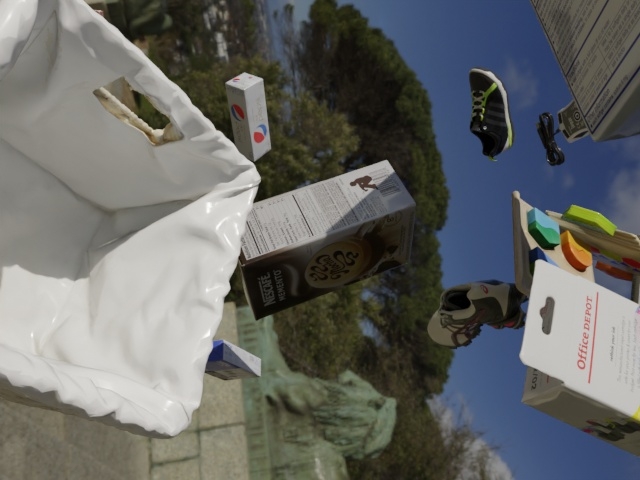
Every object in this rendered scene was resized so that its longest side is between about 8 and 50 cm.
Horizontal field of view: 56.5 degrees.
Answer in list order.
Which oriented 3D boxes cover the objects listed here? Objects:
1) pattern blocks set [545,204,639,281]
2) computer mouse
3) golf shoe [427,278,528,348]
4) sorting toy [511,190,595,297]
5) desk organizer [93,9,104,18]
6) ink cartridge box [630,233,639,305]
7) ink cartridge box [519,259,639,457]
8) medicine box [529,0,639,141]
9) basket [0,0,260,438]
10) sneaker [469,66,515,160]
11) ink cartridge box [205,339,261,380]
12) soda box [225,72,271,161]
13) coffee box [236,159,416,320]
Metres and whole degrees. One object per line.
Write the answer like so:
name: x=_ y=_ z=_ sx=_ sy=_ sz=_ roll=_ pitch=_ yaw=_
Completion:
pattern blocks set: x=0.495 y=0.006 z=1.057 sx=0.026 sy=0.324 sz=0.285 roll=-60 pitch=147 yaw=-4
computer mouse: x=0.471 y=-0.217 z=1.098 sx=0.193 sy=0.042 sz=0.106 roll=135 pitch=-58 yaw=-72
golf shoe: x=0.263 y=0.127 z=1.114 sx=0.273 sy=0.120 sz=0.105 roll=136 pitch=-31 yaw=-59
sorting toy: x=0.373 y=0.038 z=0.925 sx=0.038 sy=0.208 sz=0.193 roll=-36 pitch=-151 yaw=41
desk organizer: x=-0.366 y=-0.308 z=0.905 sx=0.130 sy=0.050 sz=0.047 roll=-4 pitch=-86 yaw=58
ink cartridge box: x=0.667 y=0.065 z=1.081 sx=0.045 sy=0.179 sz=0.146 roll=0 pitch=96 yaw=-84
ink cartridge box: x=0.238 y=0.104 z=0.499 sx=0.104 sy=0.181 sz=0.061 roll=-66 pitch=-176 yaw=-33
medicine box: x=0.354 y=-0.304 z=0.634 sx=0.263 sy=0.149 sz=0.289 roll=84 pitch=-6 yaw=-68
basket: x=-0.284 y=-0.007 z=0.601 sx=0.328 sy=0.266 sz=0.331 roll=43 pitch=50 yaw=-44
sneaker: x=0.405 y=-0.303 z=1.447 sx=0.084 sy=0.097 sz=0.235 roll=18 pitch=-40 yaw=61
ink cartridge box: x=-0.214 y=0.268 z=1.318 sx=0.207 sy=0.097 sz=0.046 roll=53 pitch=31 yaw=-62
soda box: x=-0.187 y=-0.321 z=1.564 sx=0.074 sy=0.069 sz=0.216 roll=-42 pitch=145 yaw=-35
coffee box: x=0.000 y=0.000 z=1.010 sx=0.168 sy=0.297 sz=0.119 roll=84 pitch=-18 yaw=-53
